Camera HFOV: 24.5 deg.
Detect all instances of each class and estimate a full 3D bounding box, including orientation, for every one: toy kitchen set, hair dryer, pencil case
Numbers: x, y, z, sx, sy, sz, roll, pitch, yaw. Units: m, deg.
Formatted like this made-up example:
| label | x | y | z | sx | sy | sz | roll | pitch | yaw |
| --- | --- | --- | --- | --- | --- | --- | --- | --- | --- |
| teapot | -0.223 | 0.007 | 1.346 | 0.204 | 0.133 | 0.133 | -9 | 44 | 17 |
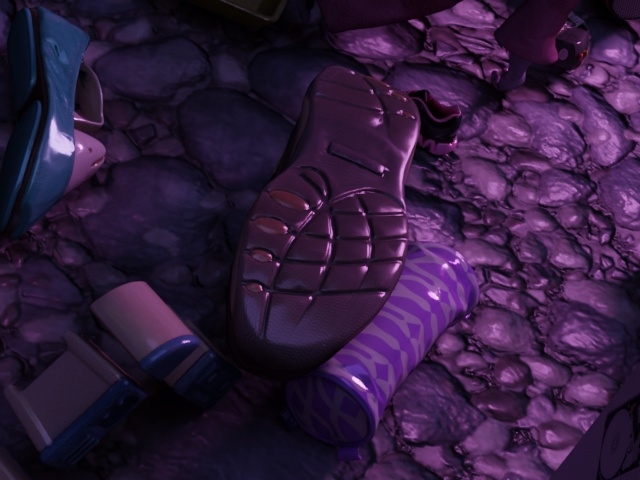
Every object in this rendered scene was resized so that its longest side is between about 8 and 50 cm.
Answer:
| label | x | y | z | sx | sy | sz | roll | pitch | yaw |
| --- | --- | --- | --- | --- | --- | --- | --- | --- | --- |
| toy kitchen set | -0.153 | 0.153 | 1.084 | 0.207 | 0.166 | 0.122 | -43 | 70 | -2 |
| hair dryer | 0.276 | -0.319 | 1.629 | 0.223 | 0.080 | 0.293 | 41 | 49 | 16 |
| pencil case | 0.055 | 0.086 | 1.205 | 0.206 | 0.086 | 0.088 | -47 | 112 | -39 |

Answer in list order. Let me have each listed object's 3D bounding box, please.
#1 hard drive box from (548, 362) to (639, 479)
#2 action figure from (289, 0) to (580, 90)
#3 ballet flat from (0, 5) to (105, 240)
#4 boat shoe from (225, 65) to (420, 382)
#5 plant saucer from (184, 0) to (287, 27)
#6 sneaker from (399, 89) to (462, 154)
| label | x | y | z | sx | sy | sz | roll | pitch | yaw |
| --- | --- | --- | --- | --- | --- | --- | --- | --- | --- |
| hard drive box | 0.235 | 0.214 | 1.061 | 0.089 | 0.232 | 0.181 | 16 | 47 | -6 |
| action figure | 0.167 | -0.302 | 1.425 | 0.370 | 0.276 | 0.248 | 3 | 74 | 19 |
| ballet flat | -0.224 | -0.100 | 1.258 | 0.087 | 0.083 | 0.247 | 16 | 48 | -26 |
| boat shoe | 0.000 | 0.000 | 1.225 | 0.132 | 0.130 | 0.355 | 26 | 41 | -2 |
| plant saucer | -0.109 | -0.294 | 1.485 | 0.188 | 0.045 | 0.188 | 23 | 47 | -1 |
| sneaker | 0.083 | -0.130 | 1.412 | 0.119 | 0.057 | 0.047 | 23 | 49 | 0 |
